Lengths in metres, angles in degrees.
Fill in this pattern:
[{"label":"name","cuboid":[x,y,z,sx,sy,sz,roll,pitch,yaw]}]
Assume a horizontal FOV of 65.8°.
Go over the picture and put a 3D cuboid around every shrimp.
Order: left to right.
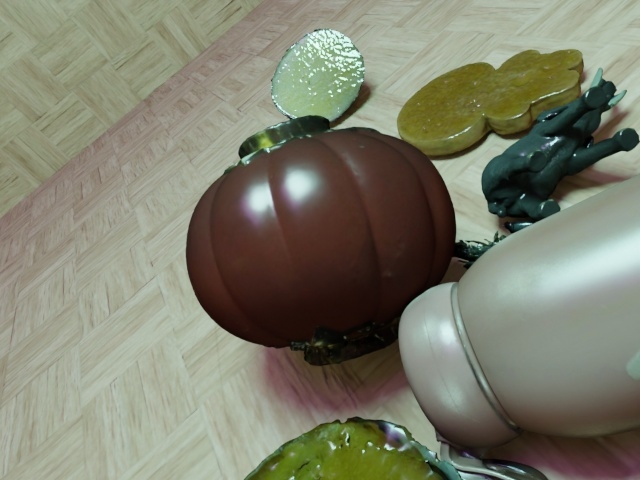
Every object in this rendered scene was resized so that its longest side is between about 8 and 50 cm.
[{"label":"shrimp","cuboid":[0.229,0.008,0.561,0.160,0.034,0.091,2,39,35]}]

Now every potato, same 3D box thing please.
[{"label":"potato","cuboid":[0.006,-0.338,1.064,0.202,0.182,0.117,-48,-6,16]}]

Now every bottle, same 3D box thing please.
[{"label":"bottle","cuboid":[0.211,0.076,0.381,0.296,0.173,0.207,-28,64,25]}]

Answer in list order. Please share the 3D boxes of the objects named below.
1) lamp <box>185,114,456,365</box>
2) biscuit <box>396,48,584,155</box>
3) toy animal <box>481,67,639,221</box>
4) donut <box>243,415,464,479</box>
[{"label":"lamp","cuboid":[0.000,0.000,0.559,0.302,0.257,0.303,-18,-2,-1]},{"label":"biscuit","cuboid":[0.254,-0.218,0.775,0.288,0.044,0.202,-9,45,33]},{"label":"toy animal","cuboid":[0.290,-0.121,0.574,0.269,0.082,0.137,-45,5,-8]},{"label":"donut","cuboid":[0.028,0.273,0.356,0.271,0.107,0.272,-26,40,24]}]
